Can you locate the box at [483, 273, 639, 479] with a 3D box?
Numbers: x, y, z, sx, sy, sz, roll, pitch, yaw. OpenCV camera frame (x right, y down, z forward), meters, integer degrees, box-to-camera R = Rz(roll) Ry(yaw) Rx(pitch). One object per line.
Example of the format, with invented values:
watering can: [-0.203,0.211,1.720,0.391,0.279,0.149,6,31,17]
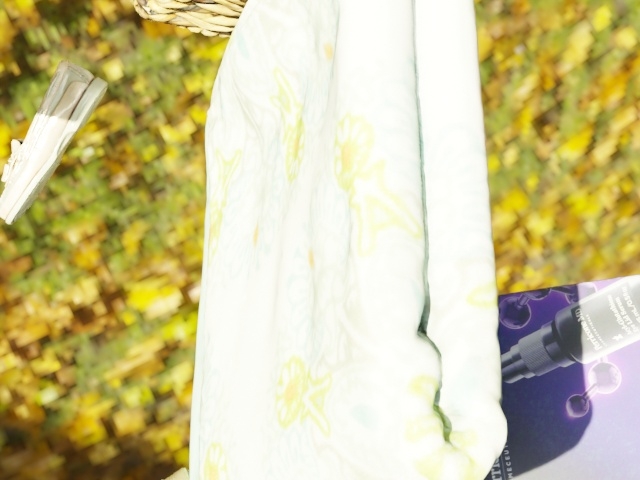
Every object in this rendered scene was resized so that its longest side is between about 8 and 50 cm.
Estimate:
box: [0.193,0.112,1.146,0.207,0.153,0.108,-9,164,-1]

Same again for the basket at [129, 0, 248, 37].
basket: [0.010,-0.269,1.145,0.299,0.213,0.223,-8,165,-22]

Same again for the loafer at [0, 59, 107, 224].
loafer: [-0.202,-0.072,1.189,0.125,0.039,0.045,-55,-178,5]

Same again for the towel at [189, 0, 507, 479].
towel: [0.000,0.000,0.987,0.090,0.374,0.320,5,157,-18]

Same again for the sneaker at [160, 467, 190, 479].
sneaker: [-0.130,0.218,1.336,0.192,0.064,0.086,16,105,-14]
